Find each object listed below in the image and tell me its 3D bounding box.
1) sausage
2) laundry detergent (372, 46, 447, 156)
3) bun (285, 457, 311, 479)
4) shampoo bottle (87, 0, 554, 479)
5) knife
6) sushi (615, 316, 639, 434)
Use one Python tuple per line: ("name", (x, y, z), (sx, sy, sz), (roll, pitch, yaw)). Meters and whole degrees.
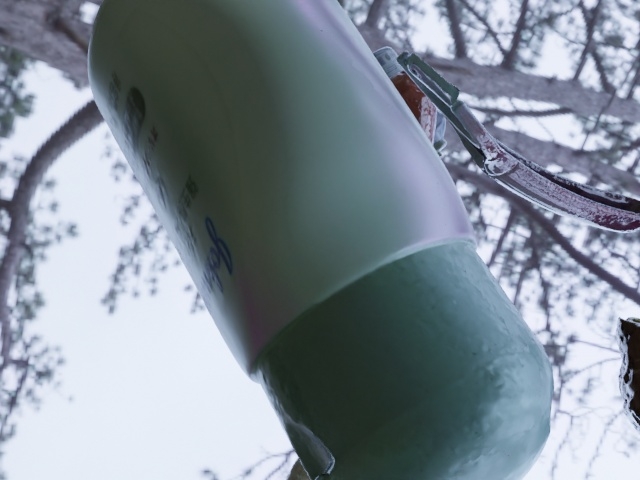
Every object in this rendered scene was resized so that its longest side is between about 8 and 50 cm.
("sausage", (0.103, -0.132, 1.222), (0.076, 0.076, 0.141), (6, -93, 52))
("laundry detergent", (0.144, -0.225, 1.704), (0.206, 0.096, 0.061), (53, -49, 5))
("bun", (0.051, 0.366, 1.297), (0.141, 0.239, 0.239), (90, -10, -61))
("shampoo bottle", (0.000, 0.000, 0.588), (0.349, 0.151, 0.222), (58, -26, 19))
("knife", (0.175, -0.065, 0.846), (0.053, 0.278, 0.123), (-52, -146, 18))
("sushi", (0.409, 0.167, 0.966), (0.179, 0.167, 0.296), (-45, -132, -5))
